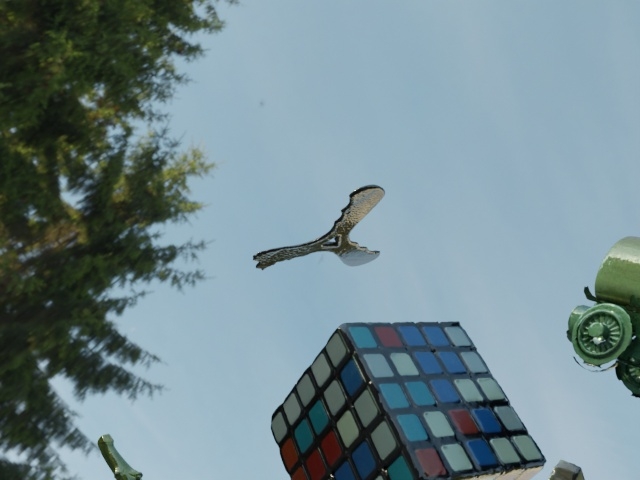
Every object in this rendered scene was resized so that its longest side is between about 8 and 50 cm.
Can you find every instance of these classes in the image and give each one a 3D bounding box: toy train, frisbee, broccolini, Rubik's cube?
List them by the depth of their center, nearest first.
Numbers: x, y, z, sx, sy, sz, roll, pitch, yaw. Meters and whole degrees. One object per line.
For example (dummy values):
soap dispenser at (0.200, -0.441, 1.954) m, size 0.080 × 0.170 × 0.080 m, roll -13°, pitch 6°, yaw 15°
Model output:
toy train at (0.385, 0.081, 0.702) m, size 0.126 × 0.190 × 0.307 m, roll 21°, pitch -3°, yaw -32°
Rubik's cube at (0.081, 0.210, 0.748) m, size 0.187 × 0.184 × 0.182 m, roll -57°, pitch -135°, yaw 34°
frisbee at (0.000, 0.000, 0.950) m, size 0.211 × 0.187 × 0.012 m, roll 95°, pitch -23°, yaw -60°
broccolini at (-0.253, 0.338, 0.955) m, size 0.216 × 0.058 × 0.067 m, roll 42°, pitch -71°, yaw 34°

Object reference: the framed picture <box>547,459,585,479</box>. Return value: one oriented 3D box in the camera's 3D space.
framed picture at (0.126, 0.296, 0.472) m, size 0.023 × 0.260 × 0.189 m, roll 12°, pitch -40°, yaw 42°
